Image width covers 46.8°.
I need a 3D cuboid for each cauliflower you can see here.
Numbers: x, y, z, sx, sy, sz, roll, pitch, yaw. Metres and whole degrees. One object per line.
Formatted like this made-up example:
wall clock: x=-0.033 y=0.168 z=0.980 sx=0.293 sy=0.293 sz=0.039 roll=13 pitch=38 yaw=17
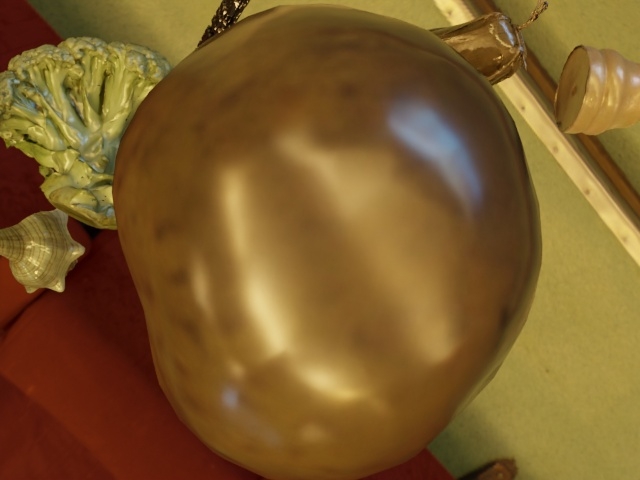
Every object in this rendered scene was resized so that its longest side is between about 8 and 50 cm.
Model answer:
cauliflower: x=-0.276 y=-0.115 z=0.960 sx=0.275 sy=0.250 sz=0.272 roll=-5 pitch=147 yaw=12

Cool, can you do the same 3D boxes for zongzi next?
zongzi: x=0.120 y=-0.207 z=0.793 sx=0.189 sy=0.178 sz=0.081 roll=-20 pitch=66 yaw=55

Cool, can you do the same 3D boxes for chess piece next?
chess piece: x=0.477 y=-0.181 z=0.963 sx=0.308 sy=0.124 sz=0.138 roll=6 pitch=147 yaw=2

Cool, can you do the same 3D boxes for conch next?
conch: x=-0.433 y=0.017 z=1.180 sx=0.114 sy=0.234 sz=0.137 roll=39 pitch=71 yaw=0

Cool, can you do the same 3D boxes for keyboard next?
keyboard: x=-0.128 y=-0.182 z=0.777 sx=0.023 sy=0.072 sz=0.231 roll=27 pitch=121 yaw=-19

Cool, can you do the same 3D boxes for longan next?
longan: x=0.000 y=0.000 z=0.639 sx=0.405 sy=0.336 sz=0.404 roll=1 pitch=92 yaw=27
